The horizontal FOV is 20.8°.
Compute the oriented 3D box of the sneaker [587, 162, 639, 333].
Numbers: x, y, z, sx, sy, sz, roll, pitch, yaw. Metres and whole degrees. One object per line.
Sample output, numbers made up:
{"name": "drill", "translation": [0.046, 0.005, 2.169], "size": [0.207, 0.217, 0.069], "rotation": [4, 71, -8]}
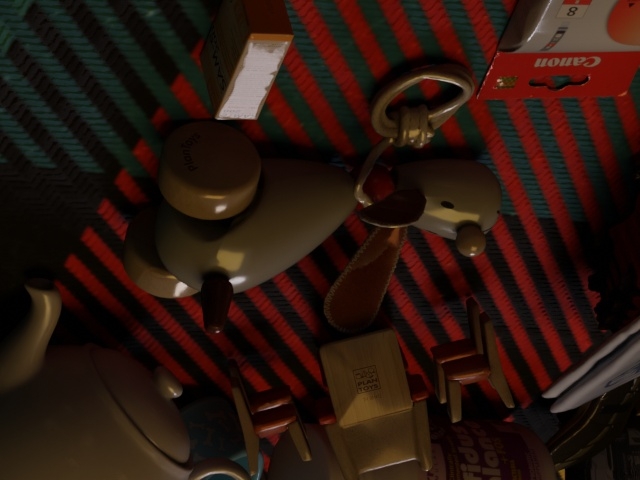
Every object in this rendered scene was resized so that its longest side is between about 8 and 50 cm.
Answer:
{"name": "sneaker", "translation": [0.342, 0.001, 1.653], "size": [0.135, 0.097, 0.276], "rotation": [-3, 145, -15]}

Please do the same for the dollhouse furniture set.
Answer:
{"name": "dollhouse furniture set", "translation": [0.043, 0.127, 1.649], "size": [0.262, 0.135, 0.259], "rotation": [-14, -170, -1]}

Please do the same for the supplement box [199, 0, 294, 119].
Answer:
{"name": "supplement box", "translation": [-0.056, -0.143, 1.295], "size": [0.036, 0.062, 0.098], "rotation": [-1, 145, -23]}

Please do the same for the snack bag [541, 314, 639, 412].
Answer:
{"name": "snack bag", "translation": [0.404, 0.052, 1.687], "size": [0.342, 0.037, 0.323], "rotation": [-23, 166, -17]}

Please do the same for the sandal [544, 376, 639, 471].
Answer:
{"name": "sandal", "translation": [0.306, 0.182, 1.969], "size": [0.090, 0.060, 0.219], "rotation": [2, 131, -35]}

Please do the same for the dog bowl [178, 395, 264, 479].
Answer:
{"name": "dog bowl", "translation": [-0.167, 0.300, 1.805], "size": [0.297, 0.074, 0.166], "rotation": [-54, 156, 10]}

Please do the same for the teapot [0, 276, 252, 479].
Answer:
{"name": "teapot", "translation": [-0.202, 0.189, 1.611], "size": [0.187, 0.252, 0.256], "rotation": [-38, 161, 3]}

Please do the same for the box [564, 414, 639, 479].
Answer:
{"name": "box", "translation": [0.426, 0.311, 1.964], "size": [0.307, 0.242, 0.076], "rotation": [-15, 150, 35]}

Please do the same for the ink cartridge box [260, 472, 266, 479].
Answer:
{"name": "ink cartridge box", "translation": [-0.101, 0.416, 1.858], "size": [0.176, 0.371, 0.069], "rotation": [-31, 153, 24]}

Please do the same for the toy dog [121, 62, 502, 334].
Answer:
{"name": "toy dog", "translation": [0.000, 0.000, 1.449], "size": [0.334, 0.161, 0.220], "rotation": [-14, 149, -2]}

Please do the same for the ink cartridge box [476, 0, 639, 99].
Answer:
{"name": "ink cartridge box", "translation": [0.219, -0.159, 1.406], "size": [0.145, 0.045, 0.179], "rotation": [-3, 144, -18]}

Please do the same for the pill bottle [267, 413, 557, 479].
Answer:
{"name": "pill bottle", "translation": [0.099, 0.272, 1.909], "size": [0.301, 0.169, 0.169], "rotation": [8, 141, -34]}
